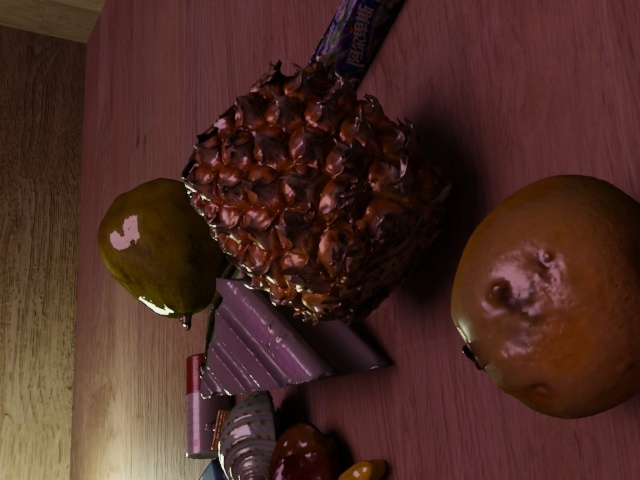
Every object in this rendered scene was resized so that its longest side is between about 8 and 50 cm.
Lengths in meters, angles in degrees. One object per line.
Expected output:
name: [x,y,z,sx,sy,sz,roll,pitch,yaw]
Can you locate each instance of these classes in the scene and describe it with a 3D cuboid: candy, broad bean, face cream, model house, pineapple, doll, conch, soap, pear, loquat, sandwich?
candy: [0.068,-0.367,1.424,0.312,0.088,0.061,-58,40,38]
broad bean: [-0.023,0.406,1.372,0.156,0.122,0.228,-55,41,46]
face cream: [-0.243,0.359,1.836,0.096,0.096,0.214,-38,50,54]
model house: [-0.174,0.369,1.695,0.101,0.100,0.087,12,94,63]
pineapple: [0.005,-0.058,1.188,0.300,0.352,0.352,43,126,25]
doll: [0.073,0.384,1.259,0.135,0.072,0.113,-28,67,53]
conch: [-0.122,0.370,1.538,0.200,0.131,0.172,-117,5,-60]
soap: [-0.055,0.221,1.396,0.302,0.159,0.257,44,127,42]
pear: [-0.351,0.028,1.957,0.287,0.287,0.375,-33,72,56]
loquat: [0.250,0.050,0.839,0.244,0.244,0.243,-25,62,59]
sandwich: [-0.138,0.167,1.680,0.212,0.109,0.292,22,106,55]

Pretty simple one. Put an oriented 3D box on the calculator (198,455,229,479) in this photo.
calculator: [-0.232,0.586,1.806,0.293,0.051,0.172,-58,39,38]
